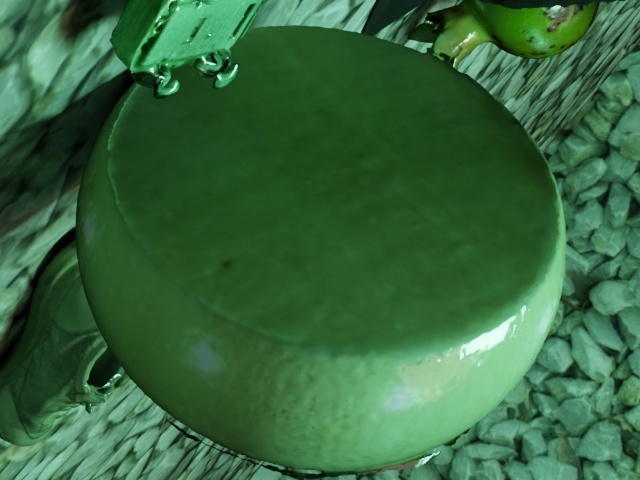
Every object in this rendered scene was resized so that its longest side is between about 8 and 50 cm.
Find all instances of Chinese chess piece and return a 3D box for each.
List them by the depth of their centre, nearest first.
[{"bbox_3d":[0.000,0.000,1.133,0.349,0.349,0.146,-40,157,-38],"label":"Chinese chess piece"}]

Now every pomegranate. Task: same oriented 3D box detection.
[{"bbox_3d":[0.195,-0.232,1.615,0.220,0.156,0.156,-52,169,2],"label":"pomegranate"}]

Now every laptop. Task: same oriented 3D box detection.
[{"bbox_3d":[0.109,-0.276,1.490,0.135,0.016,0.197,-39,165,-36],"label":"laptop"}]

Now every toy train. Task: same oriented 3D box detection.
[{"bbox_3d":[-0.082,-0.157,1.026,0.149,0.081,0.099,-21,152,-55],"label":"toy train"}]

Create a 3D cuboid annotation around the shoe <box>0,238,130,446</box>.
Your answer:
[{"bbox_3d":[-0.207,0.100,1.348,0.103,0.098,0.275,-33,163,-41],"label":"shoe"}]

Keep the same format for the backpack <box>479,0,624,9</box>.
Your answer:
[{"bbox_3d":[0.276,-0.350,1.247,0.446,0.255,0.363,-30,165,-17],"label":"backpack"}]
